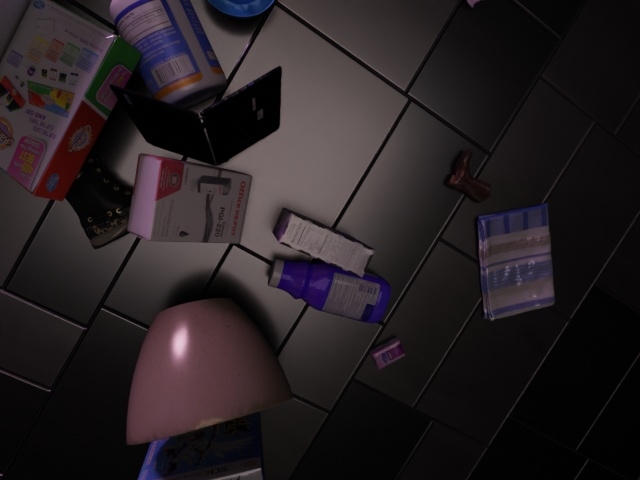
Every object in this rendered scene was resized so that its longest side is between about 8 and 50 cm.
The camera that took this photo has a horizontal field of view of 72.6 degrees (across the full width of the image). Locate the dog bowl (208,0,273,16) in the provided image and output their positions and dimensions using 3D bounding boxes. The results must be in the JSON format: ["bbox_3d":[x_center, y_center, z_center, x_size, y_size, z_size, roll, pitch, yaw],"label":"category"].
[{"bbox_3d":[-0.153,-0.600,0.886,0.166,0.074,0.296,10,98,-11],"label":"dog bowl"}]

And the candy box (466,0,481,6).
[{"bbox_3d":[0.380,-0.674,0.969,0.159,0.071,0.233,40,92,-14],"label":"candy box"}]

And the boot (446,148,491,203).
[{"bbox_3d":[0.383,-0.157,1.076,0.114,0.037,0.106,25,108,-10],"label":"boot"}]

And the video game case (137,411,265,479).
[{"bbox_3d":[-0.250,0.465,0.951,0.245,0.269,0.061,-8,99,-9],"label":"video game case"}]

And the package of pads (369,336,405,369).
[{"bbox_3d":[0.172,0.289,1.119,0.083,0.032,0.050,-27,106,-5],"label":"package of pads"}]

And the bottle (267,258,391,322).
[{"bbox_3d":[0.020,0.111,1.029,0.283,0.092,0.118,16,101,-12],"label":"bottle"}]

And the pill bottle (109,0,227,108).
[{"bbox_3d":[-0.308,-0.405,0.852,0.153,0.152,0.271,-26,102,-5],"label":"pill bottle"}]

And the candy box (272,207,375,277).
[{"bbox_3d":[0.000,0.000,0.969,0.197,0.165,0.070,23,94,-13],"label":"candy box"}]

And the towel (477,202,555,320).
[{"bbox_3d":[0.515,0.058,1.140,0.210,0.034,0.284,-11,101,-9],"label":"towel"}]

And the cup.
[{"bbox_3d":[-0.246,0.257,0.920,0.332,0.331,0.236,-13,76,-8],"label":"cup"}]

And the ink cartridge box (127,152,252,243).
[{"bbox_3d":[-0.259,-0.078,0.891,0.218,0.092,0.158,1,103,-51],"label":"ink cartridge box"}]

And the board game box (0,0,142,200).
[{"bbox_3d":[-0.508,-0.269,0.816,0.242,0.064,0.316,33,95,19],"label":"board game box"}]

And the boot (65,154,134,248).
[{"bbox_3d":[-0.422,-0.112,0.918,0.237,0.085,0.178,-33,101,-5],"label":"boot"}]

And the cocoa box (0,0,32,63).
[{"bbox_3d":[-0.667,-0.441,0.737,0.228,0.231,0.346,30,93,-10],"label":"cocoa box"}]

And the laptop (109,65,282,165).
[{"bbox_3d":[-0.221,-0.257,0.859,0.265,0.234,0.136,-35,84,-12],"label":"laptop"}]
